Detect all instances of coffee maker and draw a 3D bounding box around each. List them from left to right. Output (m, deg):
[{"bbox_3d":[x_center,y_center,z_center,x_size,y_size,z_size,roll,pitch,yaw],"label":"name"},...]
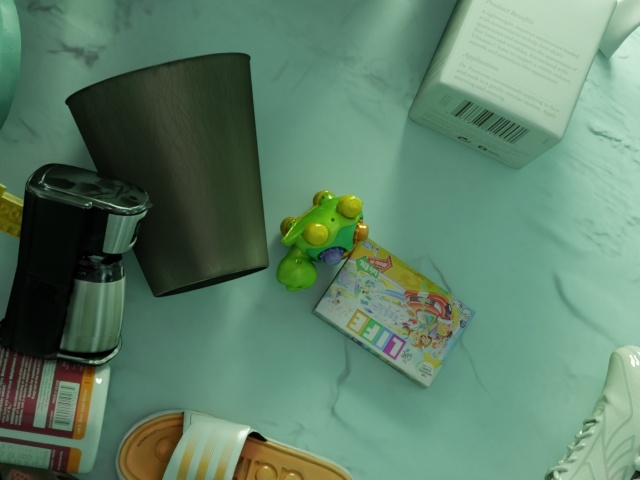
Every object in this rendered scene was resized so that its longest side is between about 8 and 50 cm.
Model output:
[{"bbox_3d":[-0.269,0.021,1.449,0.171,0.120,0.178,5,111,-21],"label":"coffee maker"}]

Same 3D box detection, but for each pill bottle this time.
[{"bbox_3d":[-0.332,0.164,1.468,0.221,0.121,0.121,10,78,-8],"label":"pill bottle"}]

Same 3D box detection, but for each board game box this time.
[{"bbox_3d":[0.082,0.080,1.607,0.154,0.026,0.103,34,76,-3],"label":"board game box"}]

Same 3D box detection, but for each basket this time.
[{"bbox_3d":[-0.143,-0.064,1.534,0.204,0.154,0.227,-15,86,-11],"label":"basket"}]

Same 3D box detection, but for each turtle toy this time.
[{"bbox_3d":[0.000,0.000,1.582,0.130,0.095,0.066,-40,109,-13],"label":"turtle toy"}]

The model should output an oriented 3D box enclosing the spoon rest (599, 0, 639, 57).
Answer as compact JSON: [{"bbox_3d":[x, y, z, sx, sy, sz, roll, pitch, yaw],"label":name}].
[{"bbox_3d":[0.445,-0.317,1.719,0.276,0.084,0.137,-34,87,-14],"label":"spoon rest"}]

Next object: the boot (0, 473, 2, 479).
[{"bbox_3d":[-0.406,0.317,1.414,0.208,0.076,0.190,-11,43,-12],"label":"boot"}]

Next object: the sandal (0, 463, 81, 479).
[{"bbox_3d":[-0.258,0.273,1.497,0.180,0.049,0.072,27,75,-4],"label":"sandal"}]

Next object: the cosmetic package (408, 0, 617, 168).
[{"bbox_3d":[0.213,-0.204,1.619,0.151,0.151,0.184,26,77,-5],"label":"cosmetic package"}]

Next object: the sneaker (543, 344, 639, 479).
[{"bbox_3d":[0.305,0.253,1.581,0.118,0.110,0.292,11,77,1],"label":"sneaker"}]

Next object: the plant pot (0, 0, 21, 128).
[{"bbox_3d":[-0.426,-0.190,1.458,0.196,0.293,0.293,5,77,-37],"label":"plant pot"}]

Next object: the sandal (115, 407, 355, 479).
[{"bbox_3d":[-0.081,0.239,1.522,0.265,0.076,0.102,13,77,-8],"label":"sandal"}]

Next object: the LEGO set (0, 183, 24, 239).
[{"bbox_3d":[-0.364,-0.019,1.527,0.287,0.107,0.132,-10,116,-16],"label":"LEGO set"}]
